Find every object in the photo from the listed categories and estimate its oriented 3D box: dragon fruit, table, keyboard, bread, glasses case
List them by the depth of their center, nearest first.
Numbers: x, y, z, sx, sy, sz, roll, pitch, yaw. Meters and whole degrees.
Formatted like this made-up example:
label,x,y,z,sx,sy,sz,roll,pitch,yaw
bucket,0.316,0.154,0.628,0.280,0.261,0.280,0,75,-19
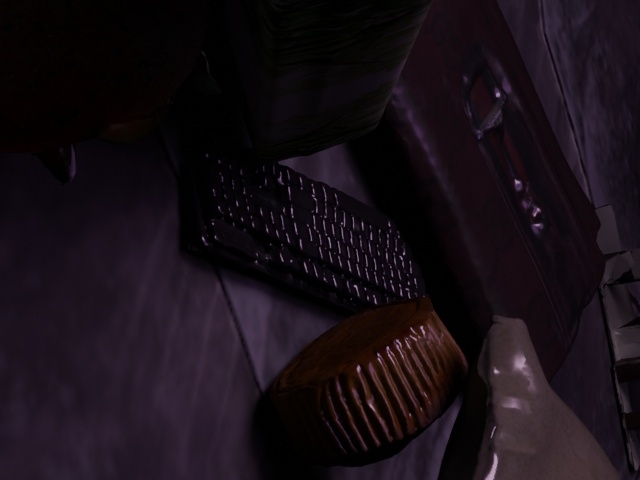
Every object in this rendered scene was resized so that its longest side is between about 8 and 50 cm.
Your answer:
label,x,y,z,sx,sy,sz,roll,pitch,yaw
dragon fruit,-0.098,-0.082,0.512,0.175,0.138,0.142,-102,-162,-60
glasses case,-0.004,-0.099,0.567,0.272,0.062,0.095,119,-45,-83
bread,0.023,0.064,0.689,0.053,0.085,0.085,61,33,-10
keyboard,0.000,0.000,0.737,0.195,0.018,0.060,25,56,-56
table,0.260,0.052,1.040,0.062,0.146,0.175,-12,91,-61

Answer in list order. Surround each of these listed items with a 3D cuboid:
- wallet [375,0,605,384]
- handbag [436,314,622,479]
label,x,y,z,sx,sy,sz,roll,pitch,yaw
wallet,0.086,-0.049,0.869,0.229,0.049,0.182,63,32,-24
handbag,0.084,0.228,0.680,0.253,0.109,0.315,-64,149,-41
